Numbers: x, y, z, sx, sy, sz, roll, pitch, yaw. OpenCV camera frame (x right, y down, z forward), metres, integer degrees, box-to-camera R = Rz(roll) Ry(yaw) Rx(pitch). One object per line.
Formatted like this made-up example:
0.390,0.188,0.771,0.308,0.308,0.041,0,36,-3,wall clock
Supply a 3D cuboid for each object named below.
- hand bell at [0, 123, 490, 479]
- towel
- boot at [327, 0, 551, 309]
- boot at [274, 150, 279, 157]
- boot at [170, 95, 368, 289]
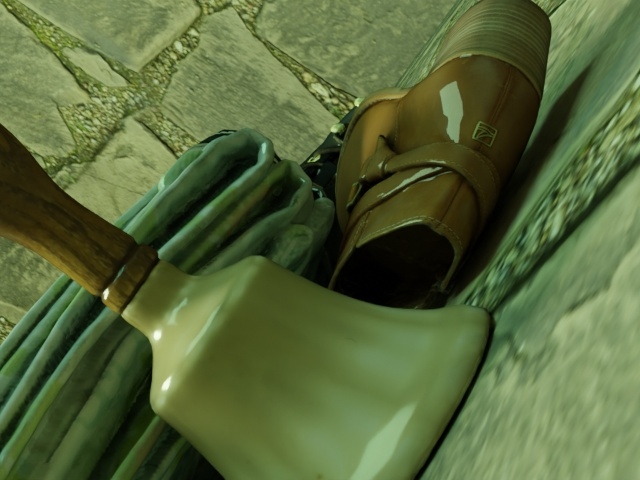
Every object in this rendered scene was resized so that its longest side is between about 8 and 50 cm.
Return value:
-0.075,0.010,0.513,0.126,0.242,0.126,-56,4,5,hand bell
-0.127,0.156,0.686,0.320,0.090,0.374,-56,-9,-40,towel
0.035,-0.012,0.690,0.152,0.073,0.197,-66,4,-38,boot
-0.071,-0.020,1.116,0.123,0.095,0.258,-50,11,7,boot
-0.005,-0.032,0.858,0.178,0.085,0.236,-54,-22,-24,boot
